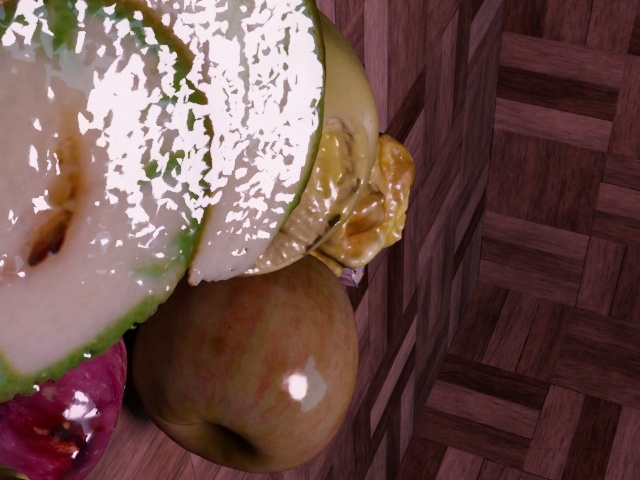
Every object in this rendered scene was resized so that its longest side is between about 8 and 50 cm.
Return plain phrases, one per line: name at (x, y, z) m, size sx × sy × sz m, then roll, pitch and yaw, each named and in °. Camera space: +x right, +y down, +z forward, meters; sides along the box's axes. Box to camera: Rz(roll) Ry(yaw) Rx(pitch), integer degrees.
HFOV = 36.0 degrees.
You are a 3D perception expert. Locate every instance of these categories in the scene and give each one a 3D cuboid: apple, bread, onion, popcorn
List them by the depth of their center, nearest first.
bread at (-0.174, -0.082, 0.599) m, size 0.382 × 0.129 × 0.366 m, roll 20°, pitch 98°, yaw -39°
onion at (-0.237, 0.130, 0.821) m, size 0.177 × 0.153 × 0.177 m, roll 3°, pitch 90°, yaw -89°
apple at (-0.076, -0.109, 0.928) m, size 0.279 × 0.279 × 0.279 m, roll 15°, pitch 90°, yaw -72°
apple at (-0.080, 0.125, 1.115) m, size 0.257 × 0.257 × 0.234 m, roll 81°, pitch 21°, yaw -52°
popcorn at (-0.009, -0.054, 1.214) m, size 0.249 × 0.249 × 0.225 m, roll 57°, pitch 48°, yaw -67°

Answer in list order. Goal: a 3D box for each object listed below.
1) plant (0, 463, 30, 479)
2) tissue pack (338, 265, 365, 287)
plant at (-0.274, 0.205, 0.568) m, size 0.306 × 0.261 × 0.297 m, roll 48°, pitch 56°, yaw -54°
tissue pack at (0.000, 0.000, 1.415) m, size 0.109 × 0.148 × 0.060 m, roll -68°, pitch 154°, yaw -21°
